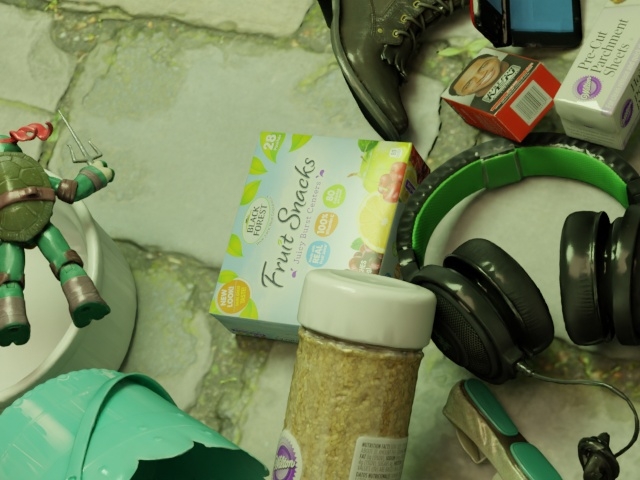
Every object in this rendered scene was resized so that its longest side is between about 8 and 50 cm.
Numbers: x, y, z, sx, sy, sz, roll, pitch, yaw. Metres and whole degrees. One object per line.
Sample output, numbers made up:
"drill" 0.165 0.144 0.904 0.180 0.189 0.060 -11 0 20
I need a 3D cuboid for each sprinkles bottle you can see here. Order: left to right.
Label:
"sprinkles bottle" 0.015 0.208 1.628 0.121 0.121 0.355 13 96 28

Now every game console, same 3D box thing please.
"game console" 0.204 -0.272 1.822 0.085 0.124 0.144 -6 78 21

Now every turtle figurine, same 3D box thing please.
"turtle figurine" -0.292 -0.020 1.787 0.175 0.118 0.234 -23 66 12

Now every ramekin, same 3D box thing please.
"ramekin" -0.328 0.069 1.902 0.277 0.135 0.277 -9 64 19

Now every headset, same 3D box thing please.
"headset" 0.213 0.070 1.685 0.243 0.185 0.394 -17 45 4

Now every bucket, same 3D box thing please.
"bucket" -0.191 0.263 1.680 0.183 0.281 0.281 34 83 40

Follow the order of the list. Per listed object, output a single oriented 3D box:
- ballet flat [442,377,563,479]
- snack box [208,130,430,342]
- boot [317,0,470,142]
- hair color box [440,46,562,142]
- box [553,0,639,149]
"ballet flat" 0.171 0.200 1.686 0.052 0.057 0.168 -55 50 26
"snack box" 0.000 0.000 1.831 0.175 0.070 0.207 7 69 25
"boot" 0.118 -0.247 1.887 0.229 0.091 0.263 -20 67 4
"hair color box" 0.179 -0.145 1.793 0.072 0.043 0.141 -49 21 -4
"box" 0.329 -0.238 1.775 0.067 0.063 0.324 19 67 30
